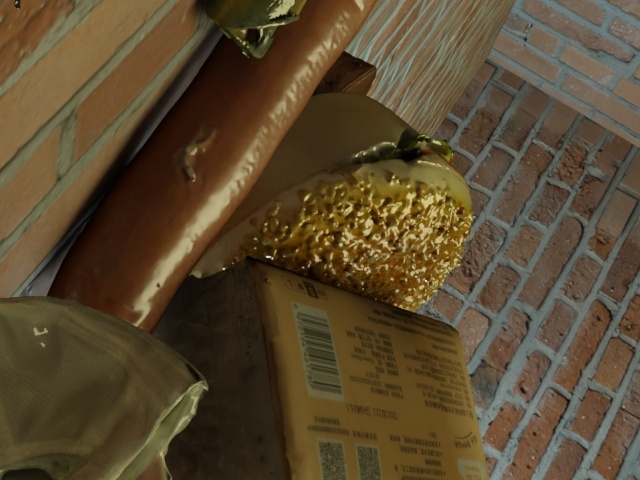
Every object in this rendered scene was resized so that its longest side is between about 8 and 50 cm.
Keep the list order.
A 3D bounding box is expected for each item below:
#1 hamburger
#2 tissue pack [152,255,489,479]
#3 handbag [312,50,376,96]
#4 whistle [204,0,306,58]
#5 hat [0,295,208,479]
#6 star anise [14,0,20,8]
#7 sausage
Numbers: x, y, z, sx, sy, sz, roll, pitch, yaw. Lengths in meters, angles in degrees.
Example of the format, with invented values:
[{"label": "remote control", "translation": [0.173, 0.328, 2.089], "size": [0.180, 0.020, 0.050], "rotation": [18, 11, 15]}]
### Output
[{"label": "hamburger", "translation": [0.000, 0.000, 1.228], "size": [0.302, 0.170, 0.302], "rotation": [-27, 153, -15]}, {"label": "tissue pack", "translation": [-0.028, 0.168, 1.100], "size": [0.305, 0.238, 0.239], "rotation": [20, 103, -52]}, {"label": "handbag", "translation": [-0.020, -0.121, 1.364], "size": [0.151, 0.072, 0.193], "rotation": [-61, 175, 25]}, {"label": "whistle", "translation": [0.022, -0.279, 0.950], "size": [0.326, 0.057, 0.068], "rotation": [-60, 149, -3]}, {"label": "hat", "translation": [-0.181, 0.167, 0.790], "size": [0.219, 0.164, 0.226], "rotation": [-12, 123, -28]}, {"label": "star anise", "translation": [-0.085, -0.182, 0.606], "size": [0.157, 0.053, 0.212], "rotation": [-60, 172, 21]}, {"label": "sausage", "translation": [-0.081, -0.076, 1.004], "size": [0.419, 0.094, 0.094], "rotation": [-57, 146, -14]}]
